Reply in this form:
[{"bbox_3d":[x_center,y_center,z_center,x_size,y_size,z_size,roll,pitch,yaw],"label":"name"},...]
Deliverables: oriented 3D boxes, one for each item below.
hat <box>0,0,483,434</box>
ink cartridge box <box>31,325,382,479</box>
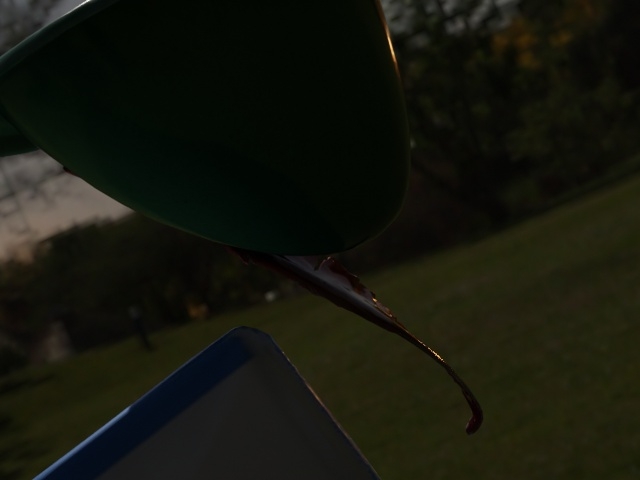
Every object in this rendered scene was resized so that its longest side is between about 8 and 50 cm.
[{"bbox_3d":[0.000,0.000,0.623,0.208,0.183,0.173,-23,-6,-42],"label":"hat"},{"bbox_3d":[-0.088,0.184,0.726,0.285,0.166,0.395,-38,-3,-3],"label":"ink cartridge box"}]
